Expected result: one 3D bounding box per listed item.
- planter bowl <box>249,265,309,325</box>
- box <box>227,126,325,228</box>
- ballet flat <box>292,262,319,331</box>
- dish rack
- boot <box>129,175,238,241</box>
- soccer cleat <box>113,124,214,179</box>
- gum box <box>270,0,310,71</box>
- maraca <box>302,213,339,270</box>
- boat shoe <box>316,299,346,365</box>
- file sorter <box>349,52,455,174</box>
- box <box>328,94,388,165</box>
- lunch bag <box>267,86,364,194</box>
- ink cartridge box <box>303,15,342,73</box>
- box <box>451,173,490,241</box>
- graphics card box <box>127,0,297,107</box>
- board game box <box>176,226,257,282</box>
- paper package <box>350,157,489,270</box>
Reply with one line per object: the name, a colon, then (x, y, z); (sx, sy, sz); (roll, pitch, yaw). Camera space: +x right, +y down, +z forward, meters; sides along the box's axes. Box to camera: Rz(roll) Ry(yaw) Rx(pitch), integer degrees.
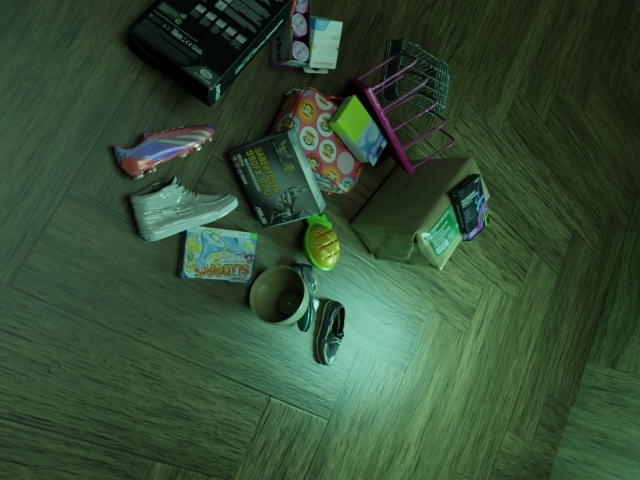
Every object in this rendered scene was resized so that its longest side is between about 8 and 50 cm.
planter bowl: (-0.098, 0.164, 1.435); (0.162, 0.162, 0.109); (-64, 151, -14)
box: (-0.112, -0.159, 1.368); (0.231, 0.183, 0.056); (68, 25, -21)
ballet flat: (-0.037, 0.164, 1.524); (0.074, 0.074, 0.203); (-11, 98, -36)
dish rack: (0.325, -0.534, 1.739); (0.271, 0.074, 0.208); (10, 89, -39)
boot: (-0.326, -0.098, 1.261); (0.258, 0.095, 0.123); (-26, 116, -32)
soccer cleat: (-0.364, -0.232, 1.236); (0.248, 0.083, 0.095); (-35, 109, -27)
gum box: (-0.082, -0.564, 1.401); (0.062, 0.107, 0.189); (-2, 95, -37)
maraca: (0.000, 0.000, 1.523); (0.127, 0.099, 0.186); (20, 57, -45)
boat shoe: (0.037, 0.287, 1.591); (0.075, 0.065, 0.206); (7, 90, -38)
file sorter: (0.251, -0.389, 1.569); (0.182, 0.202, 0.291); (-31, 116, 5)
box: (0.110, -0.306, 1.473); (0.178, 0.042, 0.109); (46, 62, -31)
lunch bag: (0.007, -0.294, 1.484); (0.293, 0.120, 0.258); (30, 75, -34)
ink cartridge box: (-0.011, -0.542, 1.448); (0.092, 0.090, 0.143); (-9, 122, -36)
box: (0.432, -0.094, 1.493); (0.116, 0.029, 0.162); (-38, 118, -31)
graphics card box: (-0.242, -0.523, 1.233); (0.232, 0.094, 0.371); (35, 69, -3)
board game box: (-0.266, 0.037, 1.357); (0.201, 0.035, 0.136); (6, 90, -37)
paper package: (0.308, -0.094, 1.611); (0.325, 0.309, 0.168); (-50, 120, -22)
